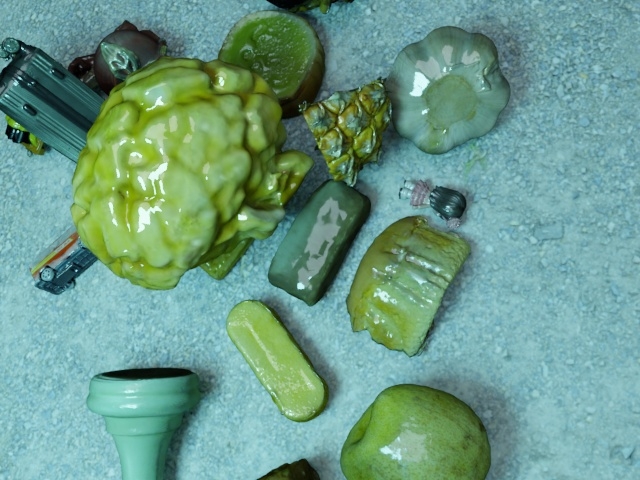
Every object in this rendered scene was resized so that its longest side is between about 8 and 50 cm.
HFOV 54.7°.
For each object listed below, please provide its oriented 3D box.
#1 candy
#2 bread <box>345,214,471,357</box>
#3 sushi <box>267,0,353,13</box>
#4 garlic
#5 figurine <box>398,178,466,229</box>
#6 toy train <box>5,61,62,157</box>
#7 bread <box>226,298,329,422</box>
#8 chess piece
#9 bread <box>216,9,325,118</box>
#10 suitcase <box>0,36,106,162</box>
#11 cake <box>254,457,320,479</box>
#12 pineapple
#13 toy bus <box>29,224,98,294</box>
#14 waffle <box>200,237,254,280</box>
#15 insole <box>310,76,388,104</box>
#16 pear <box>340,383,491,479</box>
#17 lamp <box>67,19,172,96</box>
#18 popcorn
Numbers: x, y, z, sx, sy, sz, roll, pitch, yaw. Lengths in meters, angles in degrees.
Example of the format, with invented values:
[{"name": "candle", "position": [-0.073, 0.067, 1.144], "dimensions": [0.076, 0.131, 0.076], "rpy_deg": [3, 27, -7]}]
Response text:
[{"name": "candy", "position": [0.000, 0.000, 1.146], "dimensions": [0.104, 0.102, 0.234], "rpy_deg": [26, 84, 17]}, {"name": "bread", "position": [0.148, 0.067, 1.082], "dimensions": [0.174, 0.133, 0.252], "rpy_deg": [30, 83, 15]}, {"name": "sushi", "position": [-0.032, -0.563, 1.254], "dimensions": [0.213, 0.204, 0.200], "rpy_deg": [22, 88, 48]}, {"name": "garlic", "position": [0.226, -0.275, 1.129], "dimensions": [0.227, 0.152, 0.228], "rpy_deg": [4, 111, 9]}, {"name": "figurine", "position": [0.207, -0.072, 1.144], "dimensions": [0.129, 0.054, 0.072], "rpy_deg": [24, 63, 15]}, {"name": "toy train", "position": [-0.607, -0.279, 1.312], "dimensions": [0.089, 0.127, 0.220], "rpy_deg": [31, 106, 19]}, {"name": "bread", "position": [-0.078, 0.214, 1.114], "dimensions": [0.102, 0.094, 0.246], "rpy_deg": [-37, 73, -9]}, {"name": "chess piece", "position": [-0.309, 0.381, 1.079], "dimensions": [0.194, 0.194, 0.299], "rpy_deg": [-1, 85, 11]}, {"name": "bread", "position": [-0.100, -0.363, 1.275], "dimensions": [0.235, 0.070, 0.236], "rpy_deg": [-3, 74, 10]}, {"name": "suitcase", "position": [-0.495, -0.242, 1.188], "dimensions": [0.202, 0.312, 0.128], "rpy_deg": [19, 74, 55]}, {"name": "cake", "position": [-0.059, 0.522, 0.974], "dimensions": [0.198, 0.196, 0.293], "rpy_deg": [-27, 71, 2]}, {"name": "pineapple", "position": [0.065, -0.190, 1.091], "dimensions": [0.158, 0.334, 0.161], "rpy_deg": [-27, 93, 1]}, {"name": "toy bus", "position": [-0.502, 0.028, 1.254], "dimensions": [0.174, 0.079, 0.077], "rpy_deg": [-42, 62, -1]}, {"name": "waffle", "position": [-0.222, -0.075, 1.233], "dimensions": [0.247, 0.055, 0.221], "rpy_deg": [37, 86, 17]}, {"name": "insole", "position": [0.080, -0.303, 1.224], "dimensions": [0.253, 0.086, 0.005], "rpy_deg": [-19, 107, 1]}, {"name": "pear", "position": [0.153, 0.338, 0.976], "dimensions": [0.211, 0.229, 0.188], "rpy_deg": [31, 42, 2]}, {"name": "lamp", "position": [-0.416, -0.360, 1.309], "dimensions": [0.215, 0.151, 0.223], "rpy_deg": [-36, 29, -5]}, {"name": "popcorn", "position": [-0.233, -0.122, 1.031], "dimensions": [0.389, 0.354, 0.344], "rpy_deg": [-27, 30, -26]}]
